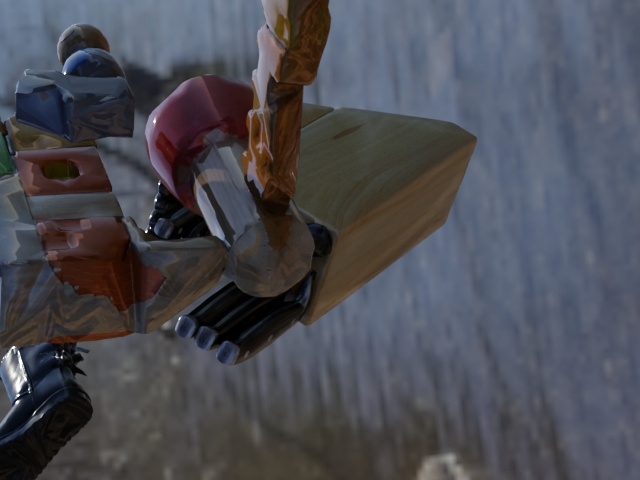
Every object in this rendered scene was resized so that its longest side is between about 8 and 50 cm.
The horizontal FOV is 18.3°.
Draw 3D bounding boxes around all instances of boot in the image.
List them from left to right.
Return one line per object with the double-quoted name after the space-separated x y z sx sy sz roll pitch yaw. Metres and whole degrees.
-0.213 0.118 1.414 0.045 0.121 0.099 42 -168 -36 "boot"

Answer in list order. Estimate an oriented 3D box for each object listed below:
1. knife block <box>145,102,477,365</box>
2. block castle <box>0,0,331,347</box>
0.000 0.000 1.433 0.242 0.276 0.088 -108 31 -49 "knife block"
-0.218 -0.118 1.123 0.213 0.453 0.303 -119 31 -53 "block castle"
